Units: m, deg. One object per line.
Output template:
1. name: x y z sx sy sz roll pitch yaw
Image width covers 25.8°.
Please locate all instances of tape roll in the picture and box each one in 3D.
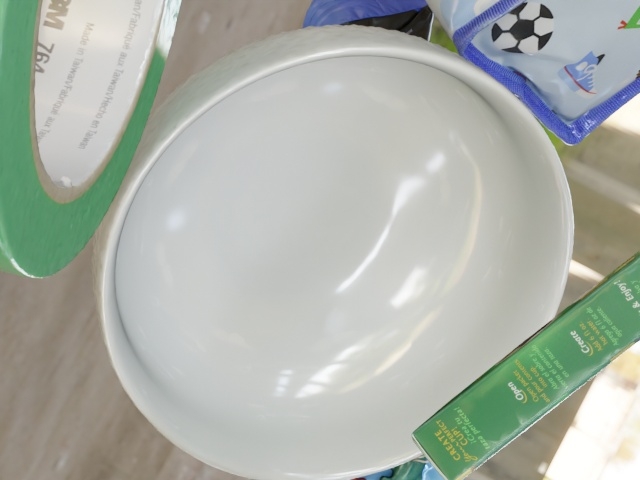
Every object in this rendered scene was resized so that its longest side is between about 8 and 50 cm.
1. tape roll: -0.141 -0.143 0.724 0.321 0.077 0.321 15 90 -85

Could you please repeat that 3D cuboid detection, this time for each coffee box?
1. coffee box: 0.142 0.068 0.821 0.184 0.040 0.113 -39 172 8

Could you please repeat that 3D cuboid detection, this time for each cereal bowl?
1. cereal bowl: 0.000 0.000 1.004 0.339 0.339 0.141 -65 -155 16

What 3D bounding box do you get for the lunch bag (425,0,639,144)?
1. lunch bag: 0.242 -0.325 1.100 0.385 0.327 0.239 -41 144 18

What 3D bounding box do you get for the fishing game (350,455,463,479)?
1. fishing game: 0.039 0.154 1.177 0.041 0.189 0.264 85 23 -82

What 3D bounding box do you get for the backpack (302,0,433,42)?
1. backpack: 0.038 -0.207 1.407 0.120 0.101 0.098 -17 133 -23
